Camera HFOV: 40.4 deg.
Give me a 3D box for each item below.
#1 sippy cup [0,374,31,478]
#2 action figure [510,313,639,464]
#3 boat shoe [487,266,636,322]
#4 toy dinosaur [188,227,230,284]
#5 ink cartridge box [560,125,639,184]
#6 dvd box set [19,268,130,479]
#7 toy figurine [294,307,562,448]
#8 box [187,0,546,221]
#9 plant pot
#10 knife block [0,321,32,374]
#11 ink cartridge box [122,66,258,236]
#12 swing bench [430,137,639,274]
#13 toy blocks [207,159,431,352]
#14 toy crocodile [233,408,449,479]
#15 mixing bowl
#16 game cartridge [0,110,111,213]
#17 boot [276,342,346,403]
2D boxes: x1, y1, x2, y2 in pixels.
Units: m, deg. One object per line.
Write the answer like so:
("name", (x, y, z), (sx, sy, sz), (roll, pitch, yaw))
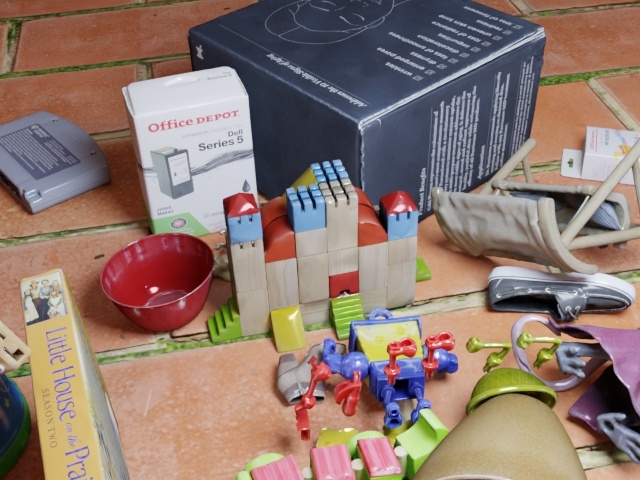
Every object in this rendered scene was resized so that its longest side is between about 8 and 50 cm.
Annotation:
("sippy cup", (-0.530, 0.200, 1.160), (0.305, 0.224, 0.240), (19, 43, 25))
("action figure", (0.506, 0.160, 1.230), (0.370, 0.248, 0.276), (-27, 18, -26))
("boat shoe", (0.376, 0.094, 1.369), (0.228, 0.080, 0.076), (9, 57, 9))
("toy dinosaur", (-0.152, 0.028, 1.506), (0.183, 0.053, 0.092), (-27, 59, -17))
("ink cartridge box", (0.565, -0.165, 1.687), (0.181, 0.061, 0.104), (8, 40, 13))
("dvd box set", (-0.256, 0.275, 0.987), (0.062, 0.307, 0.420), (-16, 41, -13))
("toy figurine", (0.131, 0.149, 1.230), (0.362, 0.191, 0.217), (-6, 34, -6))
("box", (0.083, -0.279, 1.666), (0.472, 0.297, 0.480), (-29, 46, -31))
("plant pot", (0.219, 0.300, 1.026), (0.237, 0.237, 0.254), (11, 25, 16))
("knife block", (-0.457, 0.064, 1.015), (0.276, 0.088, 0.242), (-17, 44, 15))
("ink cartridge box", (-0.224, -0.148, 1.537), (0.198, 0.273, 0.115), (-13, 40, -13))
("swing bench", (0.364, -0.048, 1.412), (0.255, 0.165, 0.253), (-28, 22, -27))
("toy blocks", (0.000, 0.000, 1.352), (0.381, 0.261, 0.191), (-10, 39, -10))
("toy crocodile", (0.006, 0.304, 1.096), (0.340, 0.105, 0.115), (-12, 40, -11))
("mixing bowl", (-0.251, 0.080, 1.389), (0.181, 0.098, 0.181), (-4, 38, 3))
("game cartridge", (-0.556, -0.167, 1.756), (0.196, 0.060, 0.294), (-31, 47, -26))
("boot", (-0.008, 0.200, 1.285), (0.118, 0.042, 0.087), (-12, 46, -10))
